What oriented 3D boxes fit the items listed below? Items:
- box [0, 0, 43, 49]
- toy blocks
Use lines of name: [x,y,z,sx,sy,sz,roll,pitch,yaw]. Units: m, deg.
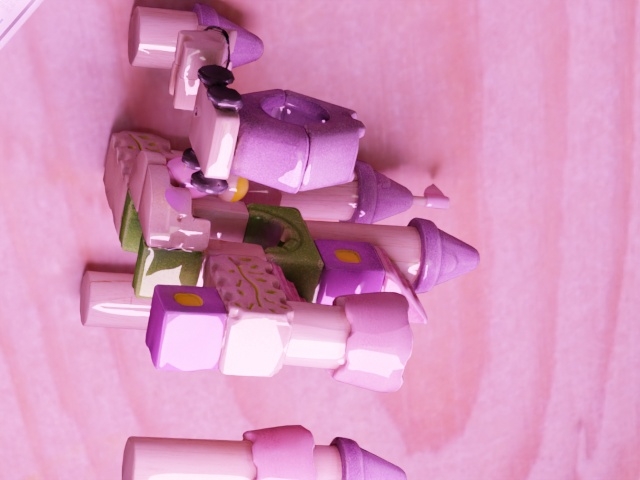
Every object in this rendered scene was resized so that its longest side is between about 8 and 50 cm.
box: [-0.202,-0.250,1.237,0.290,0.087,0.169,-45,124,13]
toy blocks: [0.000,0.000,1.352,0.260,0.288,0.309,5,118,-17]
